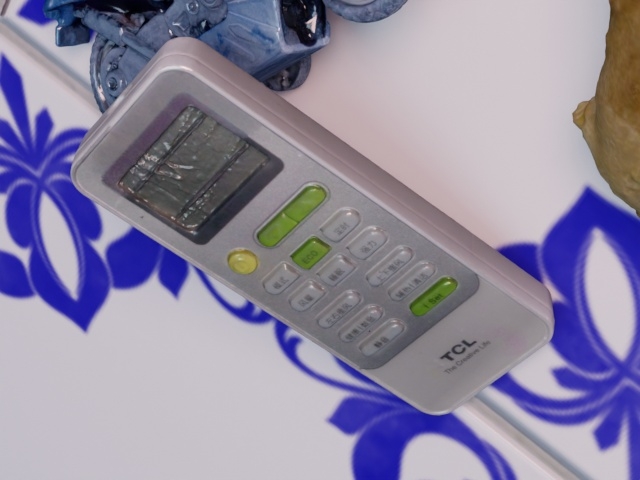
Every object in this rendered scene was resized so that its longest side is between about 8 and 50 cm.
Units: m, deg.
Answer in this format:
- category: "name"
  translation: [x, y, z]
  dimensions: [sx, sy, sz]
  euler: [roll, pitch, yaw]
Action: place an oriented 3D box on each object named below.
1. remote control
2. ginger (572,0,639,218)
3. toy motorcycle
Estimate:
- category: "remote control"
  translation: [0.000, 0.000, 0.692]
  dimensions: [0.250, 0.034, 0.103]
  euler: [35, 126, -20]
- category: "ginger"
  translation: [0.218, -0.169, 0.509]
  dimensions: [0.348, 0.122, 0.363]
  euler: [-22, 111, 25]
- category: "toy motorcycle"
  translation: [-0.056, -0.140, 0.700]
  dimensions: [0.254, 0.092, 0.135]
  euler: [-23, 88, 43]
